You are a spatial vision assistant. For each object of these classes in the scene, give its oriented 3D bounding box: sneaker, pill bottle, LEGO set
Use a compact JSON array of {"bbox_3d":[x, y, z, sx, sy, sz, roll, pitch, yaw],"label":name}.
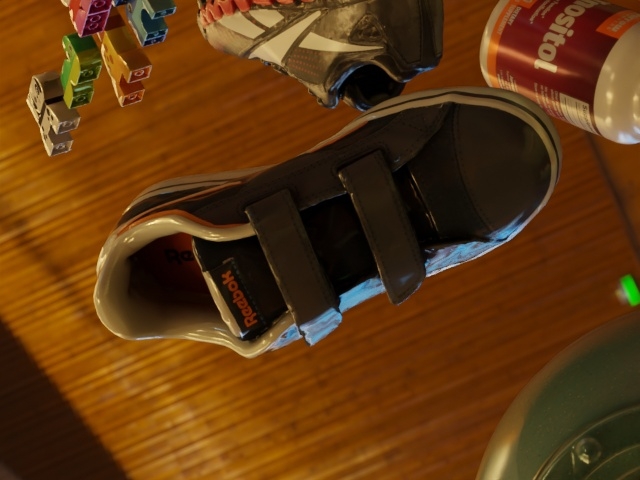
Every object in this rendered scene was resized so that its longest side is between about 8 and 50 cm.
[{"bbox_3d":[-0.002,-0.160,1.141,0.276,0.098,0.135,-3,107,53],"label":"sneaker"},{"bbox_3d":[0.188,-0.116,0.985,0.152,0.086,0.086,28,159,39],"label":"pill bottle"},{"bbox_3d":[0.000,0.000,0.954,0.126,0.321,0.127,64,-157,-21],"label":"sneaker"},{"bbox_3d":[-0.178,-0.169,1.145,0.093,0.087,0.227,62,152,16],"label":"LEGO set"}]

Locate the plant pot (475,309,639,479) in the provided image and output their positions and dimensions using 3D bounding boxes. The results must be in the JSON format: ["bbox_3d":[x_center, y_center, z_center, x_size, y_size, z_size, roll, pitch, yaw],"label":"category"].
[{"bbox_3d":[0.209,0.173,0.801,0.293,0.293,0.196,67,-165,12],"label":"plant pot"}]
